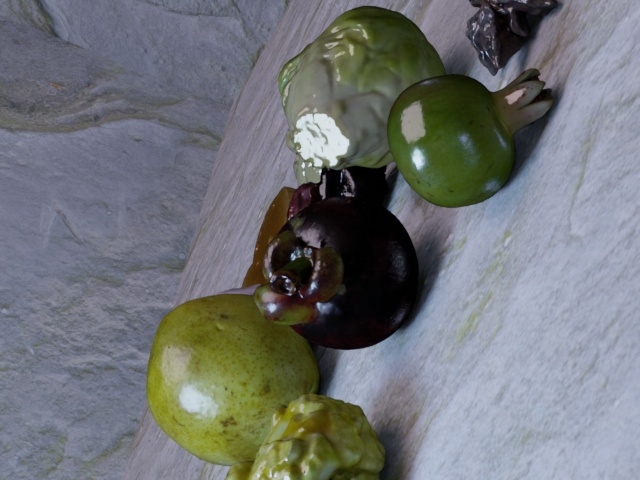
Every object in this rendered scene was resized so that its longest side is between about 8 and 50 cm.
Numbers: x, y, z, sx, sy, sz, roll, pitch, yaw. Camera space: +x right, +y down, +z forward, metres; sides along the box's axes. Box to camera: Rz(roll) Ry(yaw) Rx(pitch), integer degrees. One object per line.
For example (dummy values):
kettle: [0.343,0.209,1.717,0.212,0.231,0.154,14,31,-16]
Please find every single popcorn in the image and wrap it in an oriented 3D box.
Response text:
popcorn: [-0.013,0.325,1.319,0.255,0.195,0.256,-29,42,55]

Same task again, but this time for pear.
pear: [-0.145,0.241,1.730,0.304,0.304,0.304,-159,90,-76]

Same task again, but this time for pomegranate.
pomegranate: [0.182,-0.135,1.266,0.210,0.179,0.179,-31,39,49]

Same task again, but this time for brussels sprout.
brussels sprout: [0.067,-0.245,1.627,0.273,0.243,0.316,-19,26,10]

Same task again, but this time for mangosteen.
mangosteen: [0.017,0.048,1.430,0.228,0.265,0.228,0,90,37]

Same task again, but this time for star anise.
star anise: [0.263,-0.347,1.410,0.209,0.089,0.231,-170,88,-68]

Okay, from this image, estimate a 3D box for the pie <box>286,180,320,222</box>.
pie: [0.000,0.000,1.772,0.054,0.204,0.219,-6,63,24]

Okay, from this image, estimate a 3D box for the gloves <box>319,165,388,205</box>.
gloves: [0.064,-0.056,1.738,0.129,0.106,0.181,20,-119,-67]

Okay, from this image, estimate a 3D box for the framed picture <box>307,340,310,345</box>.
framed picture: [-0.058,0.165,1.983,0.324,0.013,0.244,177,105,-75]

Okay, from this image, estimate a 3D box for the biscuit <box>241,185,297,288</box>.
biscuit: [-0.107,0.037,2.328,0.344,0.057,0.287,-91,26,-55]

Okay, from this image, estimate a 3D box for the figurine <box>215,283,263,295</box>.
figurine: [-0.168,0.223,2.079,0.200,0.133,0.276,50,-138,-70]

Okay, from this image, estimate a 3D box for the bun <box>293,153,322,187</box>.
bun: [0.034,-0.189,1.933,0.259,0.152,0.259,-162,90,-76]
